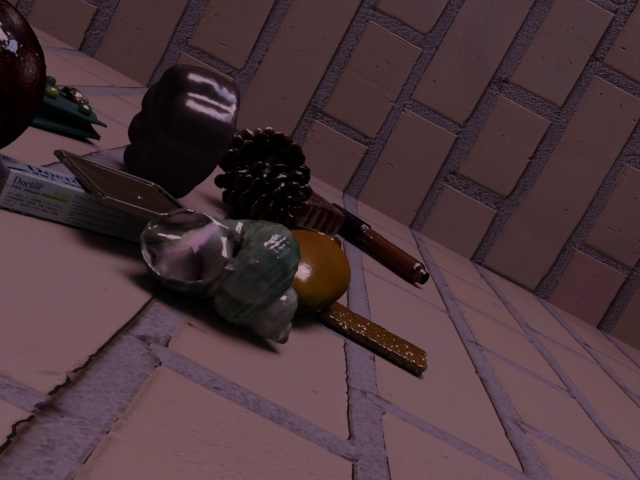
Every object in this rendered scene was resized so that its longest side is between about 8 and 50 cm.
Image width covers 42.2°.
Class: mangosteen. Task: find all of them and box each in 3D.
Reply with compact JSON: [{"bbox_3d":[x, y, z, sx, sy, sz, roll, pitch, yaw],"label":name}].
[{"bbox_3d":[-0.568,-0.271,1.261,0.297,0.293,0.297,-7,24,3],"label":"mangosteen"}]

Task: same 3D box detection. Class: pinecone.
[{"bbox_3d":[-0.128,-0.143,2.049,0.246,0.246,0.292,21,20,-37],"label":"pinecone"}]

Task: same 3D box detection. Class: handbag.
[{"bbox_3d":[-0.676,-0.350,1.968,0.268,0.100,0.274,34,12,35],"label":"handbag"}]

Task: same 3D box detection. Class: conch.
[{"bbox_3d":[-0.133,0.045,1.291,0.277,0.195,0.220,51,42,2],"label":"conch"}]

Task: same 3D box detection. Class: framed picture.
[{"bbox_3d":[-0.326,-0.083,1.439,0.213,0.016,0.289,20,9,-37],"label":"framed picture"}]

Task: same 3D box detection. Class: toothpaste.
[{"bbox_3d":[-0.385,-0.057,1.382,0.336,0.067,0.081,19,11,-45],"label":"toothpaste"}]

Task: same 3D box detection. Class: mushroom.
[{"bbox_3d":[0.000,0.000,2.200,0.123,0.052,0.123,25,3,-1],"label":"mushroom"}]

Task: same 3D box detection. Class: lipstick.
[{"bbox_3d":[0.168,0.010,2.551,0.418,0.077,0.077,37,13,34],"label":"lipstick"}]

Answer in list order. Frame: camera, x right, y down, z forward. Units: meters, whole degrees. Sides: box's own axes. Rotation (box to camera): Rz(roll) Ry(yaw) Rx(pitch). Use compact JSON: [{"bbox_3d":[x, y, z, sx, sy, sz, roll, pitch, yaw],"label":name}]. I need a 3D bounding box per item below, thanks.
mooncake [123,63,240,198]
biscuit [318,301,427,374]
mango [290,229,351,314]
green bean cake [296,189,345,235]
[{"bbox_3d":[-0.318,-0.251,1.874,0.154,0.306,0.306,20,13,-33],"label":"mooncake"},{"bbox_3d":[0.103,0.186,1.608,0.231,0.025,0.131,29,11,3],"label":"biscuit"},{"bbox_3d":[-0.044,0.057,1.535,0.175,0.139,0.254,20,13,20],"label":"mango"},{"bbox_3d":[-0.055,-0.093,2.388,0.198,0.097,0.232,36,12,32],"label":"green bean cake"}]
